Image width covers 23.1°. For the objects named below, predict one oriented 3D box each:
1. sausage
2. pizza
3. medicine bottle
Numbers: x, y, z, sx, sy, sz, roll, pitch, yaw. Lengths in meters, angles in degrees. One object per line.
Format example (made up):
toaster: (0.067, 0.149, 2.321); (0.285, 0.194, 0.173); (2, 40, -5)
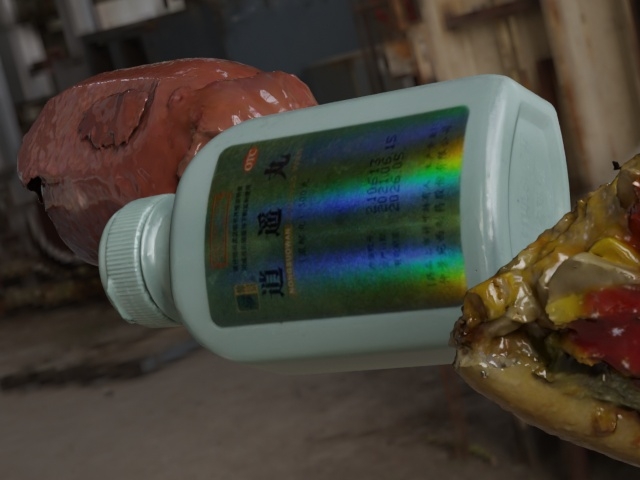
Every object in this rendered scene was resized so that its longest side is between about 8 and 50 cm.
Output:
sausage: (-0.100, -0.049, 1.074); (0.152, 0.152, 0.280); (-21, 12, -36)
pizza: (0.149, 0.005, 0.513); (0.188, 0.199, 0.062); (12, 29, -5)
medicine bottle: (0.000, 0.000, 0.735); (0.229, 0.121, 0.083); (-8, -16, 35)
